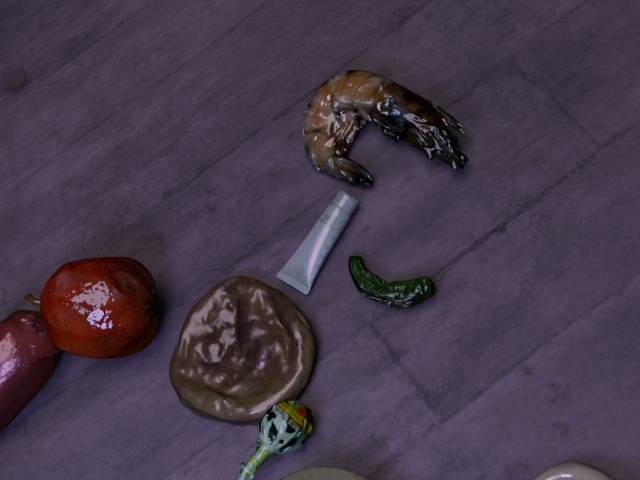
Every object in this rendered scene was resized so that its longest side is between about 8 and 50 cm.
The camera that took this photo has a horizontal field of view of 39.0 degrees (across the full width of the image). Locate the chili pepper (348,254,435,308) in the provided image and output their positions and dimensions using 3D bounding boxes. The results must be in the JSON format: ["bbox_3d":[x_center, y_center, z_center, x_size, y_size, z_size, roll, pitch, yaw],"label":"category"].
[{"bbox_3d":[0.118,0.079,1.627,0.182,0.050,0.073,19,80,28],"label":"chili pepper"}]

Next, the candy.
[{"bbox_3d":[-0.122,0.395,1.514,0.083,0.091,0.305,26,68,36],"label":"candy"}]

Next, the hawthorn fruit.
[{"bbox_3d":[-0.430,0.125,1.688,0.253,0.205,0.205,-1,65,4],"label":"hawthorn fruit"}]

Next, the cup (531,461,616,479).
[{"bbox_3d":[0.407,0.449,1.318,0.202,0.255,0.173,-36,102,0],"label":"cup"}]

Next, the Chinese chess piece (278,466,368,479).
[{"bbox_3d":[0.009,0.469,1.384,0.250,0.101,0.250,7,37,-5],"label":"Chinese chess piece"}]

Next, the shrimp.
[{"bbox_3d":[0.111,-0.196,1.755,0.365,0.071,0.233,36,90,28],"label":"shrimp"}]

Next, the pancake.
[{"bbox_3d":[-0.147,0.205,1.654,0.294,0.049,0.295,-8,64,16],"label":"pancake"}]

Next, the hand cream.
[{"bbox_3d":[0.000,0.000,1.704,0.078,0.050,0.205,29,81,28],"label":"hand cream"}]

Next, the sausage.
[{"bbox_3d":[-0.607,0.256,1.725,0.280,0.152,0.152,-48,61,-4],"label":"sausage"}]
